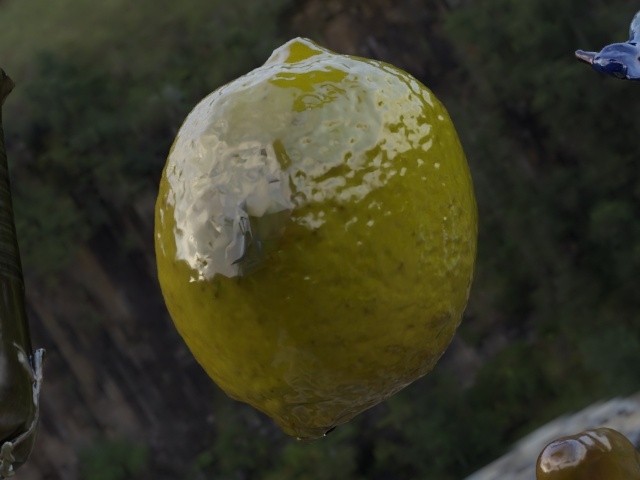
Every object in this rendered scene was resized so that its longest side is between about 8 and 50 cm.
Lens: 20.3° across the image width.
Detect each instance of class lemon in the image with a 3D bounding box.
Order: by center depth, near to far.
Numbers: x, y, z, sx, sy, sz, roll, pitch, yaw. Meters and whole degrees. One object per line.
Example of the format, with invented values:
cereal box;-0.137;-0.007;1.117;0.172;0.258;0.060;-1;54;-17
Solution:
lemon;0.000;0.000;1.359;0.253;0.310;0.253;-1;-2;0

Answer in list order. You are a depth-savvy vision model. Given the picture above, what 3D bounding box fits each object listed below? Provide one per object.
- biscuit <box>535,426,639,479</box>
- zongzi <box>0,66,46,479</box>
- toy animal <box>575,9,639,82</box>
biscuit;0.167;0.188;0.883;0.164;0.208;0.047;-7;4;-43
zongzi;-0.195;0.027;0.657;0.184;0.187;0.084;-17;-25;8
toy animal;0.178;-0.086;0.694;0.216;0.075;0.041;-4;-46;-36
